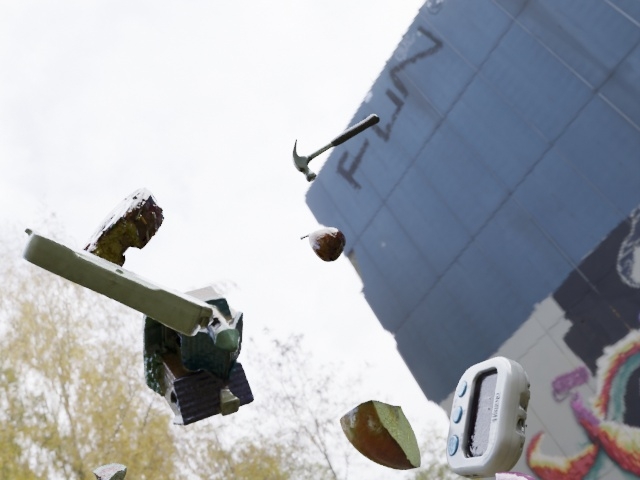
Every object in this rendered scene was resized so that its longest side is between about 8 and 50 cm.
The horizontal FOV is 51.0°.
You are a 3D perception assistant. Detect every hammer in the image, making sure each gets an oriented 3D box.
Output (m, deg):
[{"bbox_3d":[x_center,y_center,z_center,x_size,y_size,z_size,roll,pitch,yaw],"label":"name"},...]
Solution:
[{"bbox_3d":[0.037,-0.242,1.605,0.246,0.103,0.029,-35,-12,-17],"label":"hammer"}]

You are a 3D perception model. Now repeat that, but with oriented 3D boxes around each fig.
[{"bbox_3d":[0.000,0.000,1.700,0.089,0.125,0.089,-46,-30,-37],"label":"fig"}]

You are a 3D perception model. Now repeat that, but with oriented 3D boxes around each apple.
[{"bbox_3d":[0.180,0.558,1.953,0.346,0.254,0.179,41,-116,-63],"label":"apple"}]

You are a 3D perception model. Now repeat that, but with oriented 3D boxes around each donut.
[{"bbox_3d":[-0.451,-0.014,1.538,0.096,0.216,0.230,42,-91,-21],"label":"donut"}]

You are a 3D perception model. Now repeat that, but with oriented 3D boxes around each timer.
[{"bbox_3d":[0.376,0.401,1.506,0.087,0.262,0.237,22,-27,-12],"label":"timer"}]

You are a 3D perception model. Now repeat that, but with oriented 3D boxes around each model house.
[{"bbox_3d":[-0.311,0.322,1.766,0.245,0.280,0.312,-10,-56,-30],"label":"model house"}]

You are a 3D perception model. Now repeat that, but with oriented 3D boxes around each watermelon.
[{"bbox_3d":[-0.545,0.618,1.749,0.085,0.085,0.061,-30,4,-2],"label":"watermelon"}]

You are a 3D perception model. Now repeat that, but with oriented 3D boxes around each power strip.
[{"bbox_3d":[-0.280,0.056,0.918,0.080,0.285,0.048,108,-174,-84],"label":"power strip"}]

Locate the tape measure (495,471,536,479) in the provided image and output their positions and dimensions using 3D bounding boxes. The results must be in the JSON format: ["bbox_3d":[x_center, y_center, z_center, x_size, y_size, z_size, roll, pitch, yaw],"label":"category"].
[{"bbox_3d":[0.283,0.404,0.980,0.074,0.125,0.118,1,-70,11],"label":"tape measure"}]
